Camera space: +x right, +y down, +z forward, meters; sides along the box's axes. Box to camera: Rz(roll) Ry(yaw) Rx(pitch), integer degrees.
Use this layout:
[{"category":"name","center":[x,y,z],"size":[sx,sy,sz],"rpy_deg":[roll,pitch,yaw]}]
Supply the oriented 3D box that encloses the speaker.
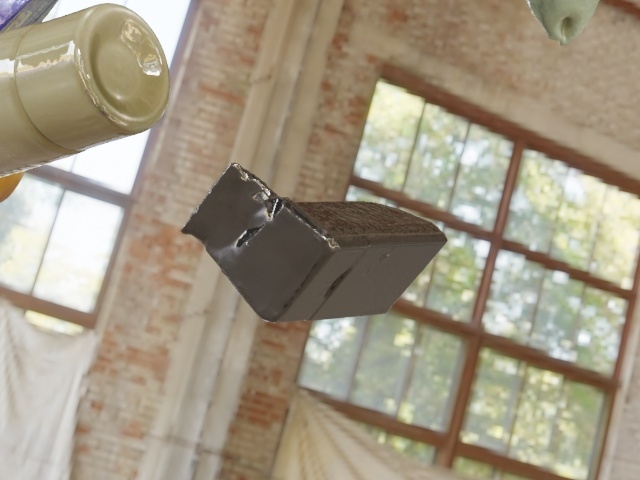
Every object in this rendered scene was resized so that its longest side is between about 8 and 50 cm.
[{"category":"speaker","center":[0.000,0.000,2.077],"size":[0.184,0.180,0.388],"rpy_deg":[50,26,24]}]

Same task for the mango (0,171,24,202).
[{"category":"mango","center":[-0.585,-0.101,1.974],"size":[0.350,0.201,0.199],"rpy_deg":[-1,12,19]}]

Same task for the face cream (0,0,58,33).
[{"category":"face cream","center":[-0.417,-0.289,1.708],"size":[0.111,0.206,0.206],"rpy_deg":[42,-18,-7]}]

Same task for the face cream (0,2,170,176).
[{"category":"face cream","center":[-0.251,-0.079,0.932],"size":[0.341,0.084,0.137],"rpy_deg":[-11,-34,36]}]

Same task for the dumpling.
[{"category":"dumpling","center":[0.303,-0.366,1.803],"size":[0.149,0.105,0.216],"rpy_deg":[40,-32,31]}]
